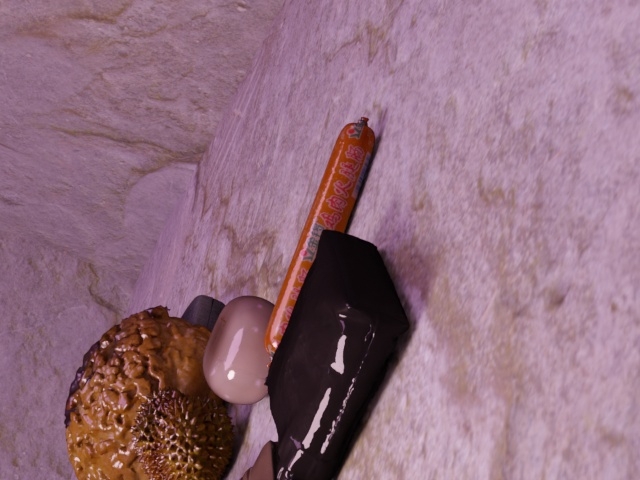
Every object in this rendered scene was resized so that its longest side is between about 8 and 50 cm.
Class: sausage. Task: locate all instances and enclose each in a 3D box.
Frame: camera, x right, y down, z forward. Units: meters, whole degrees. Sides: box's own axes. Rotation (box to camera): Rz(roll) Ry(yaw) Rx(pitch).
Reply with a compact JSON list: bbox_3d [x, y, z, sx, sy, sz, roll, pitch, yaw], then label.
[{"bbox_3d":[0.000,0.000,1.276,0.053,0.053,0.348,168,123,-74],"label":"sausage"}]

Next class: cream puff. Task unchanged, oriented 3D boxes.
[{"bbox_3d":[-0.294,0.272,1.620,0.343,0.231,0.327,137,148,-61],"label":"cream puff"}]

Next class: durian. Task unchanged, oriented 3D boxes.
[{"bbox_3d":[-0.191,0.283,1.389,0.158,0.137,0.168,-25,75,62],"label":"durian"}]

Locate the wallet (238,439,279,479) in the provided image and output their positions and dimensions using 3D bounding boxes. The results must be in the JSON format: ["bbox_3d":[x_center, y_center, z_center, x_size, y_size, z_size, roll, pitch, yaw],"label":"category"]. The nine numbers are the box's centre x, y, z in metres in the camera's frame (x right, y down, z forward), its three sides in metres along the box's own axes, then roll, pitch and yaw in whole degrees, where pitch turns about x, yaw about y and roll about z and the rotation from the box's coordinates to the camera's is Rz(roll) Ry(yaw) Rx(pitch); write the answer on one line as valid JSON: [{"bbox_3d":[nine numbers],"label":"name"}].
[{"bbox_3d":[-0.067,0.300,1.084,0.118,0.039,0.152,-100,29,-48],"label":"wallet"}]

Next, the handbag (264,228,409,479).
[{"bbox_3d":[-0.002,0.118,1.038,0.247,0.080,0.223,-105,39,-69],"label":"handbag"}]

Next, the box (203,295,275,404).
[{"bbox_3d":[-0.103,0.148,1.366,0.146,0.088,0.200,-67,12,-2],"label":"box"}]

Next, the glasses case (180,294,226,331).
[{"bbox_3d":[-0.265,0.236,1.891,0.323,0.074,0.131,-55,18,44],"label":"glasses case"}]
